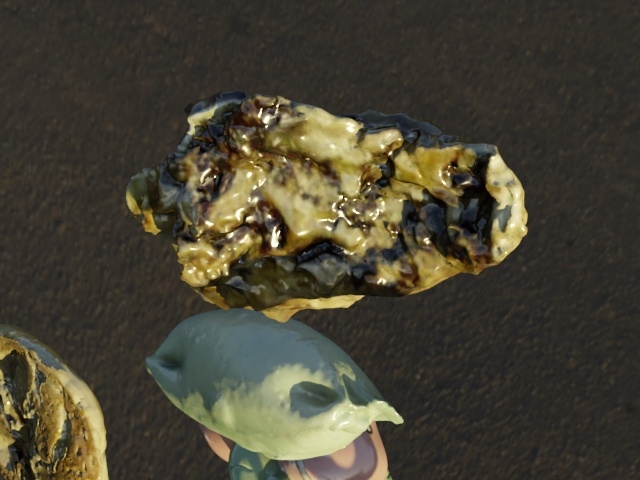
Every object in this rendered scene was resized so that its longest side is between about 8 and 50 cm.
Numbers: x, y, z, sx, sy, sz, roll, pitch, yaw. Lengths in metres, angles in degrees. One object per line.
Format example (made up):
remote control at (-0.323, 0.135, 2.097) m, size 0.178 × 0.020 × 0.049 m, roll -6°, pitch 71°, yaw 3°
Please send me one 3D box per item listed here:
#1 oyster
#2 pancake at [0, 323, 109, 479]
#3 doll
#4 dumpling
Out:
oyster at (0.000, 0.000, 0.645) m, size 0.214 × 0.223 × 0.083 m, roll 5°, pitch 63°, yaw 4°
pancake at (-0.445, 0.306, 1.813) m, size 0.082 × 0.387 × 0.387 m, roll -25°, pitch 67°, yaw -38°
doll at (-0.024, 0.282, 1.442) m, size 0.284 × 0.216 × 0.268 m, roll 15°, pitch 44°, yaw -43°
dumpling at (-0.035, 0.125, 0.898) m, size 0.217 × 0.149 × 0.105 m, roll 9°, pitch 49°, yaw 30°
